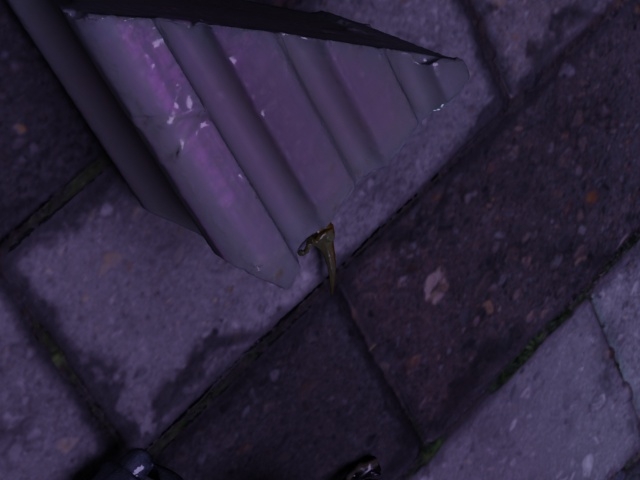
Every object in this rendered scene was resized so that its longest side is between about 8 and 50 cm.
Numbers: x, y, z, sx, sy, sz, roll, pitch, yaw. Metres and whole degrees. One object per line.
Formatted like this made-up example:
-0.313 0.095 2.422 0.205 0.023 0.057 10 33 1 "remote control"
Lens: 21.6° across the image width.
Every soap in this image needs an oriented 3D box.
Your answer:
-0.061 -0.157 1.280 0.258 0.159 0.302 -43 131 -15 "soap"

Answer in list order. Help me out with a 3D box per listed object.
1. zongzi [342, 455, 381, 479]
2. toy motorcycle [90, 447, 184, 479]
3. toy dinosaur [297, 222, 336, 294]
-0.124 0.315 1.436 0.418 0.181 0.447 25 62 -10 "zongzi"
-0.171 0.233 1.396 0.193 0.061 0.124 -12 120 -43 "toy motorcycle"
-0.003 0.000 1.476 0.041 0.026 0.113 -25 114 -46 "toy dinosaur"
